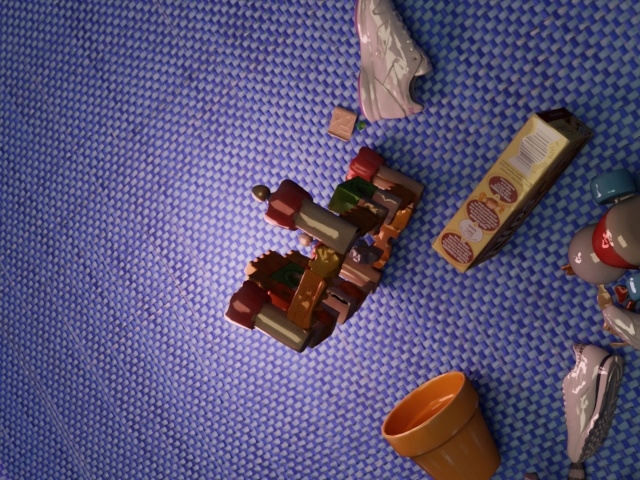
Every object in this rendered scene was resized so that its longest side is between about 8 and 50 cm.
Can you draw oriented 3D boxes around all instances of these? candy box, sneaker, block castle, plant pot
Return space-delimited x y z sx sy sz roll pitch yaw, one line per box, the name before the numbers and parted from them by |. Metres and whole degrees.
candy box | 0.356 -0.093 1.736 0.087 0.183 0.316 44 118 16
sneaker | 0.623 0.159 1.688 0.232 0.090 0.115 27 99 2
sneaker | 0.147 -0.391 1.858 0.152 0.114 0.305 0 104 16
block castle | 0.000 0.000 1.811 0.213 0.453 0.303 30 114 14
sneaker | 0.507 0.312 1.799 0.095 0.090 0.235 22 107 38
plant pot | 0.260 0.401 1.896 0.205 0.205 0.188 -32 98 31

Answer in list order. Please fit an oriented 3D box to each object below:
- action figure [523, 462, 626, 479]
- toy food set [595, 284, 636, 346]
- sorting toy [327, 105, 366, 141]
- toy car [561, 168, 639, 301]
action figure | 0.542 0.600 1.819 0.341 0.178 0.330 -1 108 3
toy food set | 0.564 0.136 1.758 0.078 0.019 0.122 -7 96 31
sorting toy | 0.058 -0.241 1.978 0.083 0.012 0.062 27 107 27
toy car | 0.538 0.010 1.683 0.238 0.210 0.219 -40 63 59
